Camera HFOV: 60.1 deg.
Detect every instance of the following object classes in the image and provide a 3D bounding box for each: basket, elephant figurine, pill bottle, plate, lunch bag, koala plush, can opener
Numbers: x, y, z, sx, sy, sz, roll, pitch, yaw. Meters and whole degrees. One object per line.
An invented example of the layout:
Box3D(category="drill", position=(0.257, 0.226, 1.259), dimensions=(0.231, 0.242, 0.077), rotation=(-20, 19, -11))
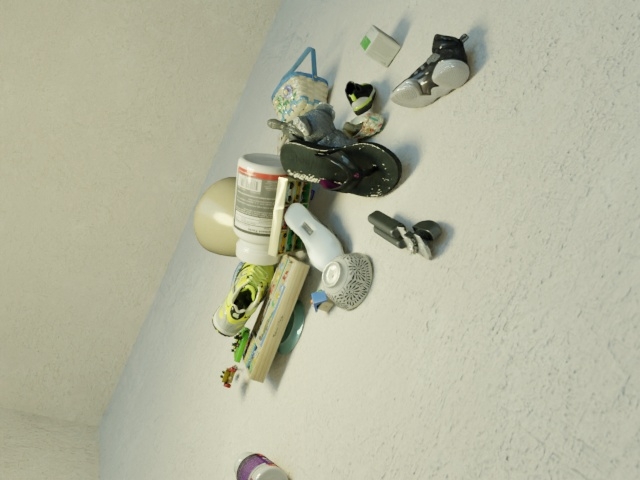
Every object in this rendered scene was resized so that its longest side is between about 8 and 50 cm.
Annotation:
Box3D(category="basket", position=(-0.086, -0.629, 2.314), dimensions=(0.255, 0.201, 0.289), rotation=(-39, 48, 47))
Box3D(category="elephant figurine", position=(-0.059, -0.383, 2.023), dimensions=(0.186, 0.239, 0.169), rotation=(-40, 36, 44))
Box3D(category="pill bottle", position=(-0.203, -0.111, 1.966), dimensions=(0.210, 0.210, 0.363), rotation=(-126, 41, -61))
Box3D(category="plate", position=(-0.110, 0.285, 1.840), dimensions=(0.188, 0.024, 0.188), rotation=(-42, 35, 41))
Box3D(category="lunch bag", position=(-0.305, 0.177, 2.222), dimensions=(0.151, 0.096, 0.129), rotation=(-61, 25, -8))
Box3D(category="pill bottle", position=(-0.176, 0.667, 1.567), dimensions=(0.193, 0.108, 0.108), rotation=(-4, 66, 62))
Box3D(category="koala plush", position=(0.013, -0.336, 1.814), dimensions=(0.196, 0.221, 0.203), rotation=(-35, 11, -36))
Box3D(category="can opener", position=(0.214, -0.022, 1.425), dimensions=(0.093, 0.074, 0.280), rotation=(-35, 25, -12))

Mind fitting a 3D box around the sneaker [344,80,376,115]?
Box3D(category="sneaker", position=(0.131, -0.505, 1.866), dimensions=(0.084, 0.097, 0.235), rotation=(-29, 25, 19))

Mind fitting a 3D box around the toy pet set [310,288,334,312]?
Box3D(category="toy pet set", position=(-0.007, 0.167, 1.685), dimensions=(0.122, 0.065, 0.114), rotation=(-53, 29, 29))

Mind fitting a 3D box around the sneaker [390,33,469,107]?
Box3D(category="sneaker", position=(0.310, -0.477, 1.552), dimensions=(0.268, 0.101, 0.153), rotation=(-14, 57, 53))

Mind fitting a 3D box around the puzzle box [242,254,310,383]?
Box3D(category="puzzle box", position=(-0.158, 0.245, 1.874), dimensions=(0.272, 0.052, 0.409), rotation=(-162, 94, -77))

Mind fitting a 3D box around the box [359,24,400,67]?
Box3D(category="box", position=(0.203, -0.668, 1.902), dimensions=(0.087, 0.102, 0.101), rotation=(-53, 28, 25))

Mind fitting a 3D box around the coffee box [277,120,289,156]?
Box3D(category="coffee box", position=(-0.089, -0.332, 2.156), dimensions=(0.098, 0.141, 0.246), rotation=(-47, 32, 37))

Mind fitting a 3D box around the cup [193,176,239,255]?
Box3D(category="cup", position=(-0.303, -0.066, 2.216), dimensions=(0.237, 0.331, 0.331), rotation=(24, 92, 40))

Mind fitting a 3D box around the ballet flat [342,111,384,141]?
Box3D(category="ballet flat", position=(0.122, -0.378, 1.857), dimensions=(0.241, 0.077, 0.091), rotation=(-17, 54, 59))

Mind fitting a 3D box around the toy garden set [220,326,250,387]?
Box3D(category="toy garden set", position=(-0.319, 0.418, 2.025), dimensions=(0.244, 0.049, 0.204), rotation=(155, 134, -79))

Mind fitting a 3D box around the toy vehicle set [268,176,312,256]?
Box3D(category="toy vehicle set", position=(-0.100, -0.085, 1.886), dimensions=(0.035, 0.166, 0.267), rotation=(16, 106, 27))

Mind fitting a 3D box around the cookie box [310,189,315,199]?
Box3D(category="cookie box", position=(-0.090, -0.187, 2.079), dimensions=(0.092, 0.107, 0.040), rotation=(4, 73, 64))

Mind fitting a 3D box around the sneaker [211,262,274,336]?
Box3D(category="sneaker", position=(-0.244, 0.176, 1.991), dimensions=(0.147, 0.145, 0.385), rotation=(-42, 18, 44))

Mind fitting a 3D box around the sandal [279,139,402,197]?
Box3D(category="sandal", position=(0.038, -0.207, 1.659), dimensions=(0.445, 0.167, 0.107), rotation=(11, 34, 38))

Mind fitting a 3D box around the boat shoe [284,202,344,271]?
Box3D(category="boat shoe", position=(-0.003, 0.003, 1.763), dimensions=(0.113, 0.105, 0.306), rotation=(-51, 53, 9))

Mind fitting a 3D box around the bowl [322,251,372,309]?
Box3D(category="bowl", position=(0.058, 0.104, 1.557), dimensions=(0.170, 0.080, 0.170), rotation=(-24, 56, 42))
